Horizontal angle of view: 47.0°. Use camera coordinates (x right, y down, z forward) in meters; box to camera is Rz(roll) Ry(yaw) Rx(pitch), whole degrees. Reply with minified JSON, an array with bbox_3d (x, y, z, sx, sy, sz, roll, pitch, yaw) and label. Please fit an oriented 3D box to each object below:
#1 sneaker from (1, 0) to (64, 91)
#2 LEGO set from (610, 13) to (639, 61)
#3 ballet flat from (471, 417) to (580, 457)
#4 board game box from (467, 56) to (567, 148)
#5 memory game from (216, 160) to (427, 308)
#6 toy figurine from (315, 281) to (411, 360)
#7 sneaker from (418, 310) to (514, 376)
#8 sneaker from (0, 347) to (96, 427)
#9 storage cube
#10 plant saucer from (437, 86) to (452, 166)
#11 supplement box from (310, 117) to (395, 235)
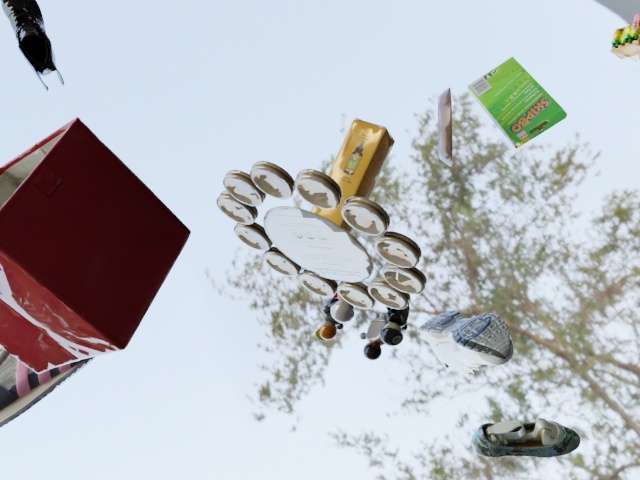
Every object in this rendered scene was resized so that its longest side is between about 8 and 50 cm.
[{"bbox_3d":[-0.423,-0.301,1.080,0.051,0.089,0.170,-22,-77,-15],"label":"sneaker"},{"bbox_3d":[0.446,-0.241,0.872,0.107,0.287,0.132,-7,-57,-27],"label":"LEGO set"},{"bbox_3d":[0.353,0.332,1.249,0.188,0.070,0.070,-6,-54,-4],"label":"ballet flat"},{"bbox_3d":[0.433,-0.303,1.627,0.124,0.259,0.039,-33,-49,10],"label":"board game box"},{"bbox_3d":[0.000,0.000,0.592,0.186,0.186,0.012,53,-126,-39],"label":"memory game"},{"bbox_3d":[0.107,0.200,1.863,0.213,0.148,0.209,25,-36,-6],"label":"toy figurine"},{"bbox_3d":[0.322,0.226,1.549,0.111,0.297,0.129,-28,-82,-14],"label":"sneaker"},{"bbox_3d":[-0.402,0.145,1.087,0.319,0.112,0.131,-37,-85,-2],"label":"sneaker"},{"bbox_3d":[-0.301,0.011,0.845,0.183,0.215,0.193,-19,-56,37],"label":"storage cube"},{"bbox_3d":[0.266,-0.242,1.574,0.029,0.168,0.168,-1,-53,7],"label":"plant saucer"},{"bbox_3d":[0.059,-0.112,1.416,0.233,0.078,0.080,-65,-27,-4],"label":"supplement box"}]
